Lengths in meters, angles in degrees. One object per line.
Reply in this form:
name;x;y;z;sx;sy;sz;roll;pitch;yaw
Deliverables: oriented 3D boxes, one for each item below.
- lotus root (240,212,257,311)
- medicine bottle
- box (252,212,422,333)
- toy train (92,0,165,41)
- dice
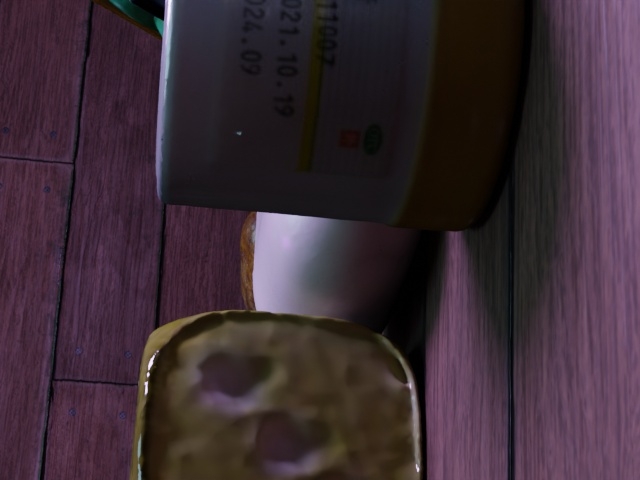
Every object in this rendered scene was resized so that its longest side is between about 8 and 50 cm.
lotus root;-0.047;0.024;1.730;0.145;0.128;0.260;-106;13;-49
medicine bottle;0.005;-0.132;0.888;0.238;0.231;0.238;-175;90;-83
box;0.015;-0.077;1.180;0.289;0.141;0.349;106;167;-57
toy train;-0.096;-0.260;1.407;0.178;0.429;0.249;-50;39;17
dice;-0.046;0.206;1.082;0.227;0.238;0.233;109;165;-63
